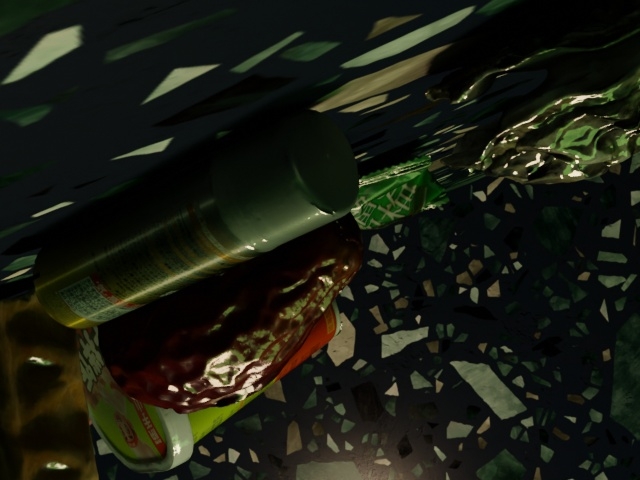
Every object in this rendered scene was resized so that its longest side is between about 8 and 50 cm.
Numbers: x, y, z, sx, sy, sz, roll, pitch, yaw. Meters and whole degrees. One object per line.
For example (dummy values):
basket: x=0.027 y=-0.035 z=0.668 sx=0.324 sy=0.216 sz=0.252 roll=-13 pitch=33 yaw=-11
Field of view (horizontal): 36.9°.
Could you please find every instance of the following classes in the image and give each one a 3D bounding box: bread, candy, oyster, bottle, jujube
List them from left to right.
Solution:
bread: x=-0.359 y=0.187 z=1.018 sx=0.238 sy=0.252 sz=0.196 roll=-16 pitch=-179 yaw=-10
bottle: x=-0.101 y=-0.008 z=0.718 sx=0.286 sy=0.082 sz=0.082 roll=-22 pitch=178 yaw=36
jujube: x=-0.092 y=0.054 z=0.953 sx=0.290 sy=0.197 sz=0.197 roll=-38 pitch=173 yaw=17
candy: x=0.082 y=-0.065 z=1.247 sx=0.141 sy=0.078 sz=0.203 roll=-33 pitch=165 yaw=5
oyster: x=0.233 y=-0.119 z=0.639 sx=0.351 sy=0.158 sz=0.162 roll=-8 pitch=-142 yaw=25

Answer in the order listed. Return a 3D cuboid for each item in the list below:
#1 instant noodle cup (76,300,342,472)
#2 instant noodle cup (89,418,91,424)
instant noodle cup: x=-0.158 y=0.118 z=1.287 sx=0.308 sy=0.294 sz=0.294 roll=-28 pitch=-178 yaw=-33
instant noodle cup: x=-0.471 y=0.247 z=1.651 sx=0.243 sy=0.243 sz=0.231 roll=-22 pitch=-176 yaw=19
